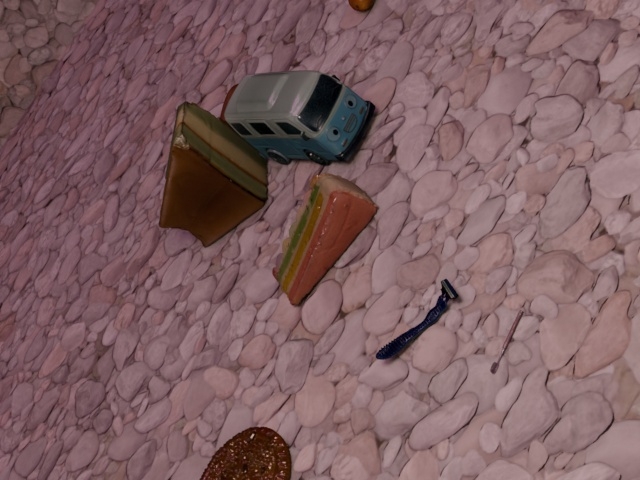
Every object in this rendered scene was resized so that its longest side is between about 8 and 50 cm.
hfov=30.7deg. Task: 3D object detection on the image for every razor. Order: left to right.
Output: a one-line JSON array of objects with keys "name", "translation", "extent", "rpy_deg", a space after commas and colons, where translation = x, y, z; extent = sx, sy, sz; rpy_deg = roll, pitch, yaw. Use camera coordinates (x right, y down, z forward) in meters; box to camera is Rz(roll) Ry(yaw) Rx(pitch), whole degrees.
[{"name": "razor", "translation": [0.142, 0.124, 1.703], "extent": [0.154, 0.028, 0.044], "rpy_deg": [-45, 38, 10]}]

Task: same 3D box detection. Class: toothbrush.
[{"name": "toothbrush", "translation": [0.251, 0.136, 1.577], "extent": [0.006, 0.008, 0.097], "rpy_deg": [15, 71, 41]}]

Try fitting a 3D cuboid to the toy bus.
[{"name": "toy bus", "translation": [-0.048, -0.233, 2.141], "extent": [0.271, 0.165, 0.133], "rpy_deg": [7, 65, 53]}]

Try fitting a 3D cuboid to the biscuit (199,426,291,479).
[{"name": "biscuit", "translation": [-0.116, 0.348, 1.818], "extent": [0.206, 0.025, 0.126], "rpy_deg": [-13, 50, 44]}]

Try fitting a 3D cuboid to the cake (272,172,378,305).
[{"name": "cake", "translation": [-0.014, -0.010, 1.969], "extent": [0.225, 0.090, 0.109], "rpy_deg": [-51, 37, 5]}]

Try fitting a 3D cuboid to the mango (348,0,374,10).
[{"name": "mango", "translation": [0.083, -0.490, 2.331], "extent": [0.060, 0.046, 0.089], "rpy_deg": [-34, 25, 24]}]

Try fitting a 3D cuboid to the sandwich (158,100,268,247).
[{"name": "sandwich", "translation": [-0.246, -0.124, 2.229], "extent": [0.198, 0.227, 0.155], "rpy_deg": [-33, 38, 27]}]

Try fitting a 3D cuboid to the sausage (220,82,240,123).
[{"name": "sausage", "translation": [-0.170, -0.245, 2.389], "extent": [0.076, 0.076, 0.197], "rpy_deg": [-27, 40, 34]}]
